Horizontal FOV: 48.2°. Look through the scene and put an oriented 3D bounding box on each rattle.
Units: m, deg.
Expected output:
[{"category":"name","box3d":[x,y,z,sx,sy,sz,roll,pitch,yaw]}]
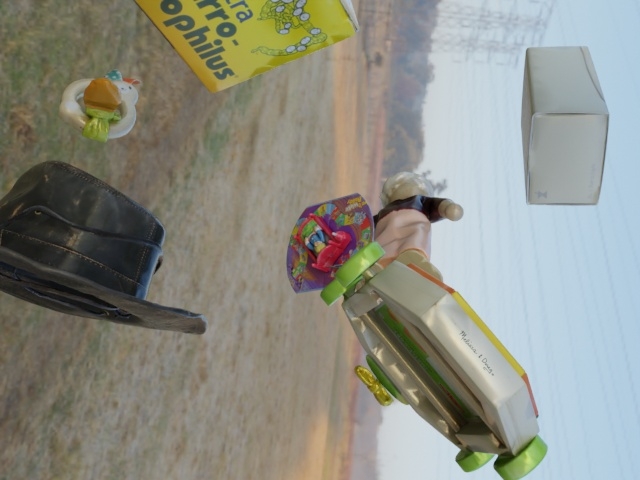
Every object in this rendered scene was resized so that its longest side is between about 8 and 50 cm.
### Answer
[{"category":"rattle","box3d":[-0.352,-0.272,1.215,0.143,0.130,0.200,105,11,-45]}]

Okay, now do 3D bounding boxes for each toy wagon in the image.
[{"category":"toy wagon","box3d":[0.109,0.138,0.809,0.068,0.267,0.344,-38,174,-15]}]

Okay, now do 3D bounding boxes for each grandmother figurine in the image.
[{"category":"grandmother figurine","box3d":[0.125,-0.015,1.119,0.342,0.208,0.104,-64,143,-61]}]

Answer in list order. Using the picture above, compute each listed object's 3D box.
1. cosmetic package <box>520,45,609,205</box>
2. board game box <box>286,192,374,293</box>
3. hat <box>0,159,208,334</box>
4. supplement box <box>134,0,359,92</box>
[{"category":"cosmetic package","box3d":[0.396,-0.200,1.190,0.309,0.113,0.160,-71,159,-54]},{"category":"board game box","box3d":[0.000,0.000,0.993,0.033,0.168,0.133,22,66,-42]},{"category":"hat","box3d":[-0.260,-0.005,0.724,0.331,0.331,0.134,90,13,-76]},{"category":"supplement box","box3d":[-0.107,-0.390,0.832,0.194,0.195,0.356,48,26,-57]}]
